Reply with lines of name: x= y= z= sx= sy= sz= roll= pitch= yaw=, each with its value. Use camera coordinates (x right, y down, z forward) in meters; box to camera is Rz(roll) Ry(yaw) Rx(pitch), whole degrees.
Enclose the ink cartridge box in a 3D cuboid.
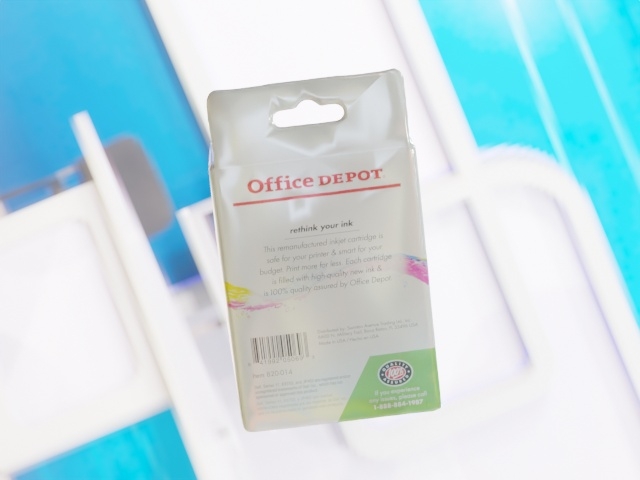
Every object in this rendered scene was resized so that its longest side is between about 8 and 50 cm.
ink cartridge box: x=0.000 y=0.000 z=1.823 sx=0.119 sy=0.207 sz=0.353 roll=-102 pitch=-174 yaw=-74
